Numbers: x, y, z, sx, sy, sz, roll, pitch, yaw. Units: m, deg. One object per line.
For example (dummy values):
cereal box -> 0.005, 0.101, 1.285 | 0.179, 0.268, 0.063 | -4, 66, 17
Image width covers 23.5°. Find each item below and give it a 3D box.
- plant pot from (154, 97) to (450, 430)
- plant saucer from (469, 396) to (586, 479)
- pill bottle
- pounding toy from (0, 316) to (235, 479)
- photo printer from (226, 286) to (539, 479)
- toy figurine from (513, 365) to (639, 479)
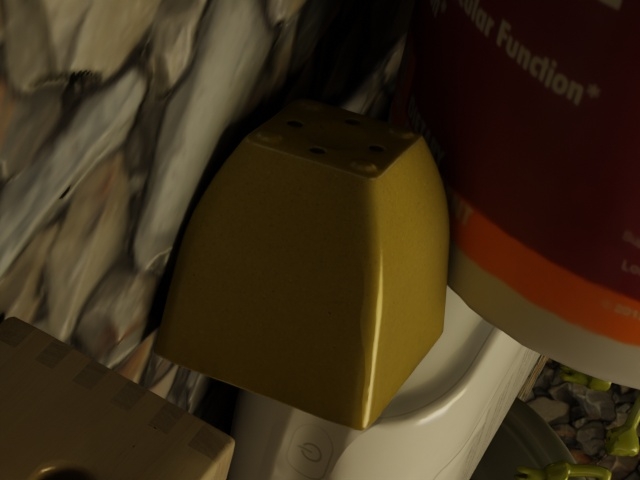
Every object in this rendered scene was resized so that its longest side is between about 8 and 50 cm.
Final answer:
plant pot -> 0.000, 0.000, 0.527 | 0.081, 0.081, 0.083 | -43, 147, -57
plant saucer -> 0.081, 0.305, 1.136 | 0.400, 0.100, 0.400 | -178, -90, -66
pill bottle -> 0.159, -0.152, 0.490 | 0.224, 0.224, 0.392 | -51, 160, -44
pounding toy -> -0.083, 0.124, 0.382 | 0.141, 0.100, 0.130 | -50, 162, -47
photo printer -> 0.058, 0.035, 0.764 | 0.307, 0.107, 0.256 | -55, 166, -29
toy figurine -> 0.056, 0.206, 0.892 | 0.362, 0.191, 0.217 | -64, 172, 6
